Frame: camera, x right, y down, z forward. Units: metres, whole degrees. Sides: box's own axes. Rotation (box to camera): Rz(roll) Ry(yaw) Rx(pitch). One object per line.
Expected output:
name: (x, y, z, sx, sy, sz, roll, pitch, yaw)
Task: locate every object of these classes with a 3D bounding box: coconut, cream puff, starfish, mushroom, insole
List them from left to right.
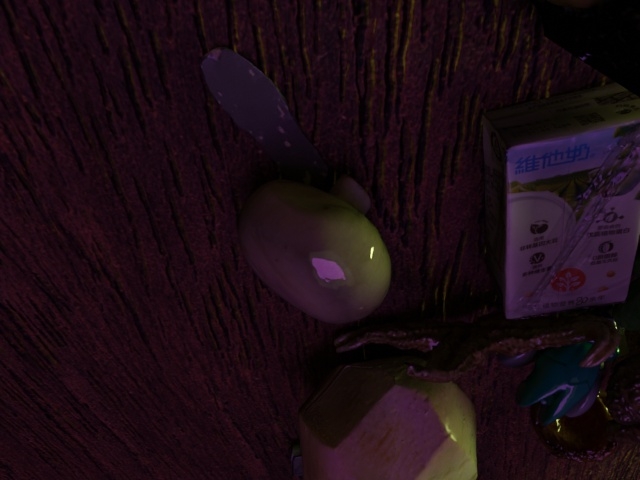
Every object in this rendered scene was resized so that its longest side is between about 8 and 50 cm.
insole: (-0.070, -0.164, 0.684, 0.081, 0.011, 0.248, -26, 127, 20)
mushroom: (0.000, 0.000, 0.709, 0.246, 0.246, 0.202, 37, 77, -29)
coconut: (0.116, 0.391, 0.947, 0.352, 0.353, 0.353, -2, 129, -2)
starfish: (0.240, 0.179, 0.833, 0.431, 0.324, 0.083, -9, 95, 0)
cream puff: (0.584, 0.418, 1.126, 0.183, 0.183, 0.169, -21, 153, 13)

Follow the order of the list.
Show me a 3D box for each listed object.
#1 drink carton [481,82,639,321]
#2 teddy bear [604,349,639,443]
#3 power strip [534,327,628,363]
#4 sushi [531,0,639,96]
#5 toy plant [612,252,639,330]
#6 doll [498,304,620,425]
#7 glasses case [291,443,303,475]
drink carton: (0.355, -0.044, 0.731, 0.194, 0.132, 0.325, -11, 128, 7)
teddy bear: (0.663, 0.315, 0.952, 0.246, 0.223, 0.296, -43, 159, 18)
power strip: (0.559, 0.241, 1.041, 0.192, 0.035, 0.081, -24, 127, 17)
sushi: (0.297, -0.311, 0.394, 0.285, 0.328, 0.328, 38, 120, -17)
toy plant: (0.603, 0.092, 0.688, 0.210, 0.356, 0.317, -7, 121, -22)
doll: (0.494, 0.247, 0.955, 0.258, 0.195, 0.153, -25, 168, 6)
glasses case: (0.073, 0.566, 1.259, 0.299, 0.060, 0.114, -1, 129, -3)
